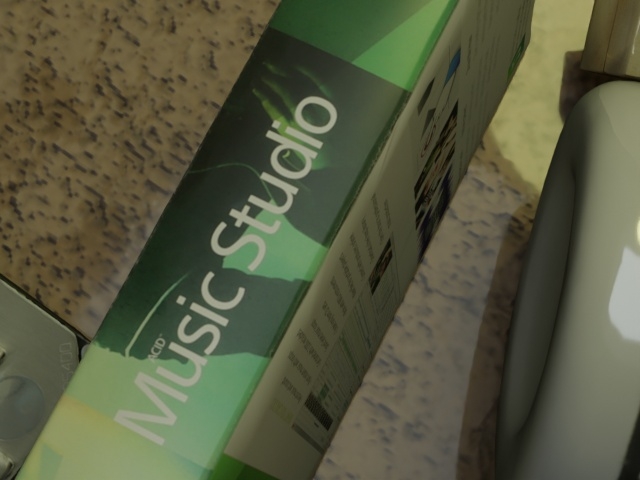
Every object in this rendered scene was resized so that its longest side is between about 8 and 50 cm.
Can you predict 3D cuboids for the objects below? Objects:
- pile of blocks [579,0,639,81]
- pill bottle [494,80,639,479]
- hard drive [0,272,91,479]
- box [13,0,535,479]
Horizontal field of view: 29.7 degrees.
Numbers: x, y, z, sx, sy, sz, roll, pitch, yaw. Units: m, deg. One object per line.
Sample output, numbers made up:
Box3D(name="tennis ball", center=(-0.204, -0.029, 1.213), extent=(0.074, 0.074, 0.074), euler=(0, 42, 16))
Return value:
Box3D(name="pile of blocks", center=(0.291, -0.091, 0.483), extent=(0.362, 0.149, 0.113), euler=(14, 99, 19))
Box3D(name="pill bottle", center=(0.248, 0.058, 0.471), extent=(0.333, 0.188, 0.188), euler=(11, 78, 4))
Box3D(name="hard drive", center=(-0.279, 0.111, 0.470), extent=(0.237, 0.064, 0.339), euler=(43, 78, -29))
Box3D(name="box", center=(0.000, 0.000, 0.467), extent=(0.058, 0.232, 0.322), euler=(24, 79, 11))
